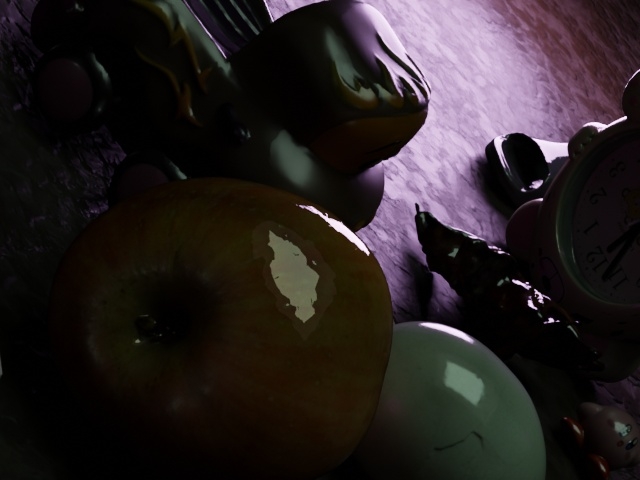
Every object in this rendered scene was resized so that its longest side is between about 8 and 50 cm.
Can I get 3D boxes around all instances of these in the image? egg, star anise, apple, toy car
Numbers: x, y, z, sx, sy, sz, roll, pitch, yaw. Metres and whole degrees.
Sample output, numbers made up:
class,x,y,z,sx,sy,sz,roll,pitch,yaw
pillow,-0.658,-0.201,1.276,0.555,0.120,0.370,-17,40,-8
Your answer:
class,x,y,z,sx,sy,sz,roll,pitch,yaw
egg,0.107,0.161,1.626,0.209,0.151,0.151,44,26,-15
star anise,0.175,0.071,1.951,0.272,0.102,0.272,40,-1,1
apple,-0.067,0.071,1.402,0.242,0.242,0.241,59,14,18
toy car,-0.069,-0.143,1.650,0.340,0.240,0.271,52,25,6

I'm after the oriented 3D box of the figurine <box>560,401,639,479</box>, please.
class,x,y,z,sx,sy,sz,roll,pitch,yaw
figurine,0.293,0.203,1.975,0.083,0.071,0.067,60,-16,4

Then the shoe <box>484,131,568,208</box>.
class,x,y,z,sx,sy,sz,roll,pitch,yaw
shoe,0.300,-0.078,2.350,0.241,0.093,0.108,27,34,-43

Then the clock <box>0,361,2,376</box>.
class,x,y,z,sx,sy,sz,roll,pitch,yaw
clock,-0.285,-0.008,1.075,0.290,0.275,0.080,33,26,-39

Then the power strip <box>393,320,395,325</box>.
class,x,y,z,sx,sy,sz,roll,pitch,yaw
power strip,0.000,0.000,1.810,0.092,0.034,0.268,18,39,-48

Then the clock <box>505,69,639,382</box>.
class,x,y,z,sx,sy,sz,roll,pitch,yaw
clock,0.359,-0.013,2.097,0.114,0.309,0.284,14,42,-48
